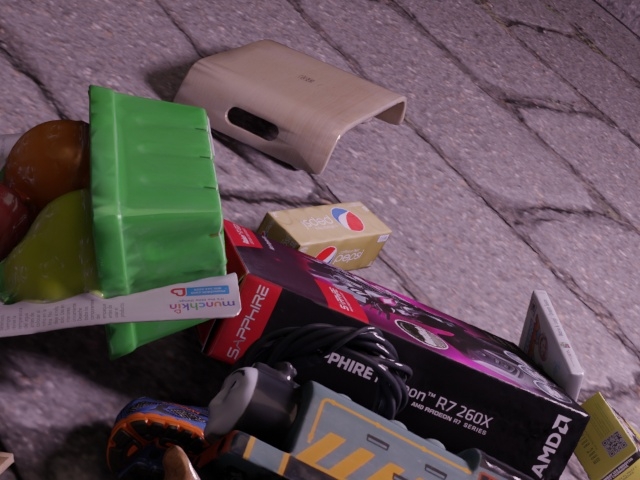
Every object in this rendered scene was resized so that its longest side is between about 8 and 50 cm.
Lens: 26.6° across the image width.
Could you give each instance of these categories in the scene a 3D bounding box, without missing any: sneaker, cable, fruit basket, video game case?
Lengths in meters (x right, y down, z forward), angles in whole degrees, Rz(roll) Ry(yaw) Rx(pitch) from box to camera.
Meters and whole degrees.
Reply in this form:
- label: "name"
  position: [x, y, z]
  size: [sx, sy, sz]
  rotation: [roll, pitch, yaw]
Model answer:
- label: "sneaker"
  position: [-0.075, 0.181, 1.145]
  size: [0.221, 0.083, 0.087]
  rotation: [26, 15, -21]
- label: "cable"
  position: [-0.005, 0.133, 1.171]
  size: [0.150, 0.184, 0.047]
  rotation: [26, 33, -3]
- label: "fruit basket"
  position: [-0.257, -0.005, 1.182]
  size: [0.353, 0.165, 0.327]
  rotation: [-11, 35, -4]
- label: "video game case"
  position: [0.232, 0.156, 1.426]
  size: [0.019, 0.157, 0.143]
  rotation: [2, 33, -11]

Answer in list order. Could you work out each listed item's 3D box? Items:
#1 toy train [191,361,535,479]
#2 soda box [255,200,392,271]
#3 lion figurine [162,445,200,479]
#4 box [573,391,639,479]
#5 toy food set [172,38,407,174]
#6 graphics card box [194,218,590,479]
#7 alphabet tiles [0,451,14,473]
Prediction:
- label: "toy train"
  position: [0.040, 0.227, 1.055]
  size: [0.334, 0.142, 0.190]
  rotation: [28, 57, -11]
- label: "soda box"
  position: [0.000, 0.000, 1.560]
  size: [0.061, 0.058, 0.181]
  rotation: [44, 28, 25]
- label: "lion figurine"
  position: [-0.111, 0.265, 0.726]
  size: [0.240, 0.142, 0.392]
  rotation: [-33, 35, -18]
- label: "box"
  position: [0.327, 0.247, 1.373]
  size: [0.232, 0.058, 0.087]
  rotation: [44, 12, -40]
- label: "toy food set"
  position: [-0.034, -0.177, 1.823]
  size: [0.219, 0.092, 0.306]
  rotation: [25, 23, 14]
- label: "graphics card box"
  position: [0.056, 0.107, 1.326]
  size: [0.370, 0.094, 0.233]
  rotation: [25, 7, -15]
- label: "alphabet tiles"
  position: [-0.323, 0.166, 0.869]
  size: [0.198, 0.009, 0.237]
  rotation: [3, 19, 17]
